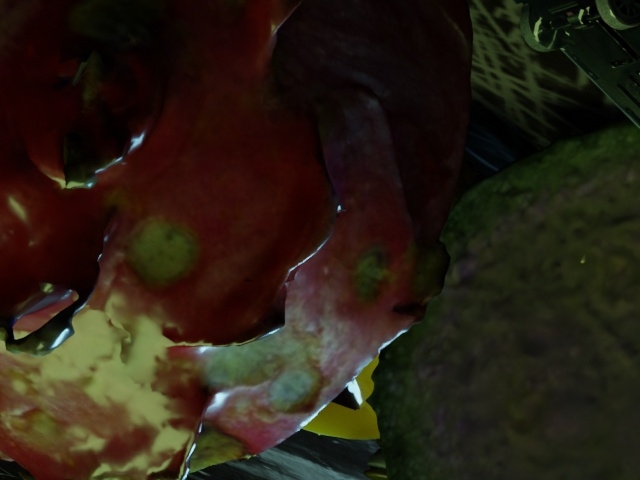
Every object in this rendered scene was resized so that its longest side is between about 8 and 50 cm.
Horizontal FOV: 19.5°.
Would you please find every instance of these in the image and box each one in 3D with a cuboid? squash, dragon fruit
[{"bbox_3d":[0.221,0.132,1.119,0.310,0.310,0.309,13,154,33],"label":"squash"},{"bbox_3d":[-0.116,-0.073,0.950,0.249,0.386,0.371,35,-173,-47],"label":"dragon fruit"}]

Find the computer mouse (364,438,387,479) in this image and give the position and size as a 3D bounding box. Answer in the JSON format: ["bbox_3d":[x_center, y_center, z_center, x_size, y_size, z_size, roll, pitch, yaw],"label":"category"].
[{"bbox_3d":[0.160,0.161,1.343,0.158,0.072,0.310,8,-172,35],"label":"computer mouse"}]

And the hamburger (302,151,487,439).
[{"bbox_3d":[0.000,0.000,1.248,0.276,0.179,0.294,14,149,31],"label":"hamburger"}]

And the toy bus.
[{"bbox_3d":[0.179,-0.099,0.954,0.167,0.076,0.073,41,154,-24],"label":"toy bus"}]
